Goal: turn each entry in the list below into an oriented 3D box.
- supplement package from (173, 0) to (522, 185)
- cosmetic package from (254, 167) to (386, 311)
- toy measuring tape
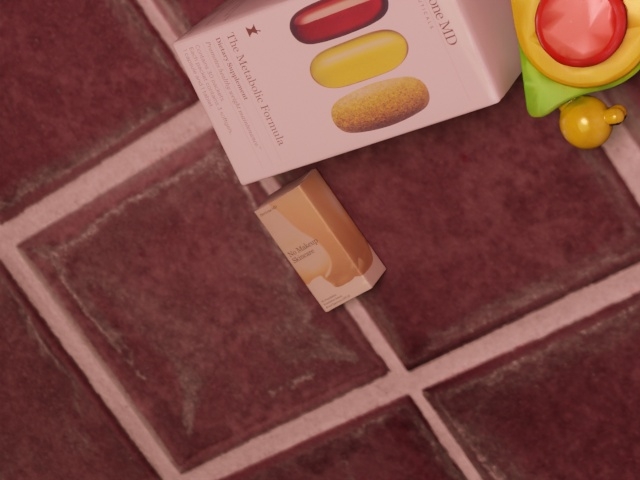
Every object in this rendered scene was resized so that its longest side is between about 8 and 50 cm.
[{"bbox_3d":[0.032,-0.159,1.431,0.244,0.134,0.139,-17,108,30],"label":"supplement package"},{"bbox_3d":[0.000,0.000,1.584,0.060,0.041,0.115,-31,101,33],"label":"cosmetic package"},{"bbox_3d":[0.198,-0.233,1.346,0.121,0.121,0.330,-5,101,26],"label":"toy measuring tape"}]
